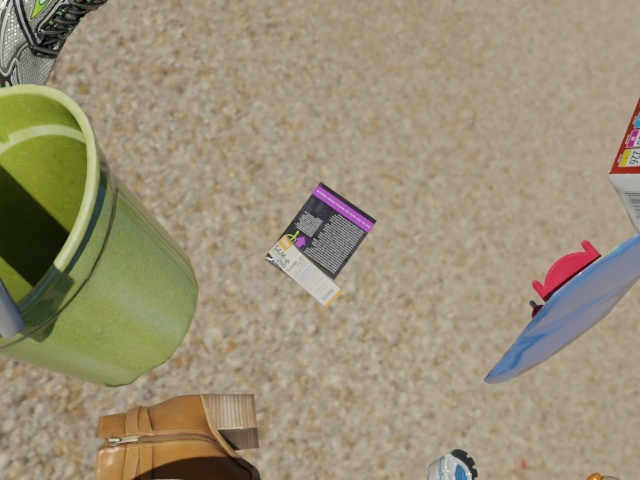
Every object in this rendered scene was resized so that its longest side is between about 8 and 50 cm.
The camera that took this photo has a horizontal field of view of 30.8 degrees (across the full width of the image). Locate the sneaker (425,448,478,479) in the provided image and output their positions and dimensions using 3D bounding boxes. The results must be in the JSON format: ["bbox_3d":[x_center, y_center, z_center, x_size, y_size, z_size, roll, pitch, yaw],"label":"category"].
[{"bbox_3d":[0.177,0.390,1.606,0.071,0.083,0.190,15,64,-30],"label":"sneaker"}]

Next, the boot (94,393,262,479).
[{"bbox_3d":[-0.184,0.316,1.502,0.109,0.220,0.283,88,-5,-49],"label":"boot"}]

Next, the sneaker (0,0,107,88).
[{"bbox_3d":[-0.394,-0.363,1.730,0.146,0.343,0.134,25,10,19],"label":"sneaker"}]

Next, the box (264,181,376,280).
[{"bbox_3d":[0.000,0.000,1.918,0.116,0.162,0.029,35,-14,5],"label":"box"}]

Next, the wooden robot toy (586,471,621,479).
[{"bbox_3d":[0.242,0.215,0.936,0.076,0.173,0.079,-40,90,-34],"label":"wooden robot toy"}]

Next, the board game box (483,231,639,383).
[{"bbox_3d":[0.165,0.031,0.771,0.133,0.168,0.033,-22,64,-34],"label":"board game box"}]

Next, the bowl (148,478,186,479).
[{"bbox_3d":[-0.161,0.398,1.091,0.311,0.311,0.163,-82,159,-47],"label":"bowl"}]

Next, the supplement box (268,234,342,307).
[{"bbox_3d":[-0.021,0.044,1.629,0.098,0.036,0.062,43,3,-34],"label":"supplement box"}]

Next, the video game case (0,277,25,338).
[{"bbox_3d":[-0.309,-0.031,0.890,0.206,0.026,0.227,49,-17,9],"label":"video game case"}]

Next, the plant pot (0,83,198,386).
[{"bbox_3d":[-0.265,0.025,1.179,0.254,0.276,0.276,43,32,-52],"label":"plant pot"}]

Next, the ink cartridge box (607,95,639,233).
[{"bbox_3d":[0.572,-0.162,1.551,0.130,0.272,0.309,52,53,-38],"label":"ink cartridge box"}]
